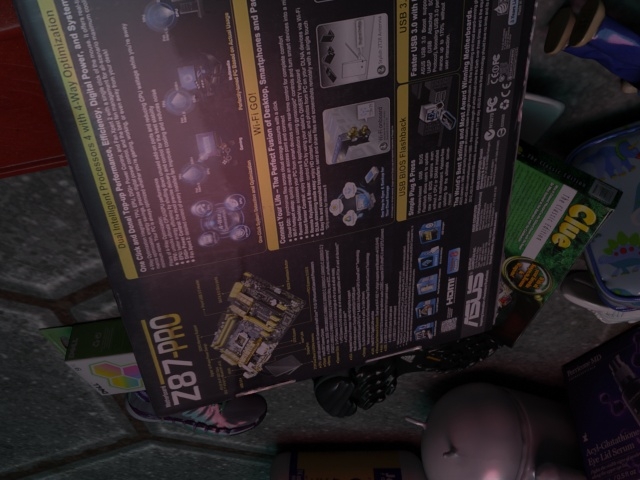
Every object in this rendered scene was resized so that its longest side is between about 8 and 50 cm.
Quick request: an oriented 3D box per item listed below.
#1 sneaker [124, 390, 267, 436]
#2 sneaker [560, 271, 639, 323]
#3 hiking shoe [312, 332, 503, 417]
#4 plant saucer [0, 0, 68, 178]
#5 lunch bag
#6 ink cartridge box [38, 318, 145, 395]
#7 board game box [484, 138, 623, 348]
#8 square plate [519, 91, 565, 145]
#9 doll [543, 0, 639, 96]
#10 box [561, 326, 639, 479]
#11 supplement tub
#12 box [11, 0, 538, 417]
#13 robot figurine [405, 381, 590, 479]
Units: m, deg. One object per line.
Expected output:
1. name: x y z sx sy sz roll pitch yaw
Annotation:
1. sneaker: -0.192 0.243 1.070 0.223 0.083 0.098 5 136 -6
2. sneaker: 0.369 0.082 0.893 0.152 0.054 0.061 13 143 -17
3. hiking shoe: 0.116 0.103 0.874 0.303 0.132 0.113 -17 140 -17
4. plant saucer: -0.249 -0.120 0.563 0.258 0.048 0.258 -8 163 11
5. lunch bag: 0.349 -0.039 0.646 0.218 0.176 0.090 -19 160 18
6. ink cartridge box: -0.288 0.166 0.984 0.209 0.062 0.109 -8 142 11
7. board game box: 0.177 0.008 0.688 0.136 0.030 0.260 33 148 15
8. square plate: -0.003 -0.058 0.679 0.347 0.049 0.344 7 143 -26
9. doll: 0.288 -0.144 0.579 0.188 0.046 0.129 17 -178 -16
10. box: 0.455 0.254 0.986 0.108 0.207 0.153 20 136 -24
11. supplement tub: 0.075 0.513 1.284 0.331 0.241 0.241 -1 142 1
12. box: -0.011 -0.057 0.513 0.318 0.097 0.395 -15 130 -12
13. robot figurine: 0.307 0.340 1.100 0.353 0.200 0.300 18 172 -23
